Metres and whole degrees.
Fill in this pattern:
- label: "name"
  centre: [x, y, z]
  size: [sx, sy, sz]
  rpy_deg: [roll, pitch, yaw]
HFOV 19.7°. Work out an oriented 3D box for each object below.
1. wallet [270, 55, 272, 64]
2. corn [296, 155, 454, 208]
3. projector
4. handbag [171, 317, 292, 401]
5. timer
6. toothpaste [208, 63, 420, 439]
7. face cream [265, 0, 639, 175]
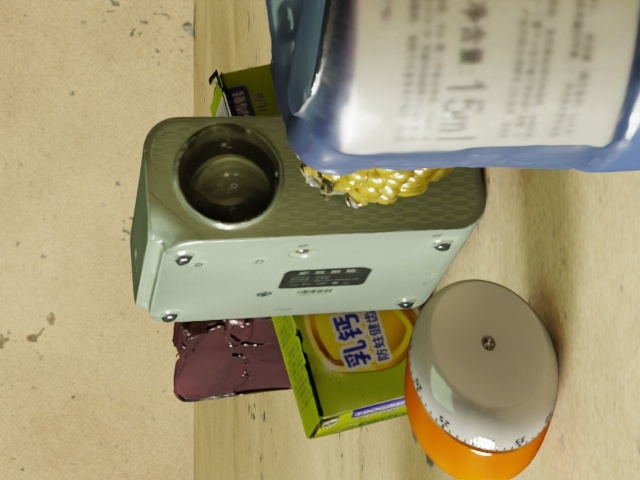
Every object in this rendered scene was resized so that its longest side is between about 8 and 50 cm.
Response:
- label: "wallet"
  centre: [-0.013, -0.173, 1.736]
  size: [0.149, 0.044, 0.250]
  rpy_deg: [145, 135, -68]
- label: "corn"
  centre: [0.076, -0.105, 1.196]
  size: [0.318, 0.115, 0.115]
  rpy_deg: [144, 125, -61]
- label: "projector"
  centre: [-0.016, -0.013, 1.418]
  size: [0.198, 0.250, 0.108]
  rpy_deg: [115, 152, -68]
- label: "handbag"
  centre: [-0.036, 0.077, 1.690]
  size: [0.216, 0.203, 0.074]
  rpy_deg: [104, 156, -66]
- label: "timer"
  centre: [0.105, 0.101, 1.210]
  size: [0.136, 0.099, 0.136]
  rpy_deg: [0, -90, -86]
- label: "toothpaste"
  centre: [0.000, 0.000, 1.565]
  size: [0.077, 0.110, 0.327]
  rpy_deg: [117, 137, -68]
- label: "face cream"
  centre: [0.090, -0.155, 0.861]
  size: [0.249, 0.225, 0.249]
  rpy_deg: [179, 90, -80]
